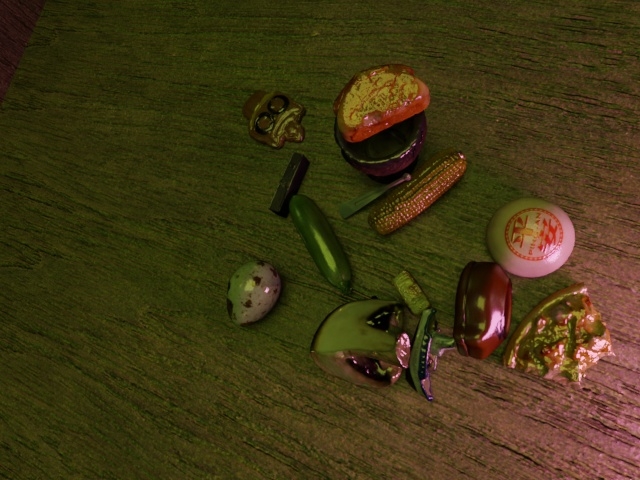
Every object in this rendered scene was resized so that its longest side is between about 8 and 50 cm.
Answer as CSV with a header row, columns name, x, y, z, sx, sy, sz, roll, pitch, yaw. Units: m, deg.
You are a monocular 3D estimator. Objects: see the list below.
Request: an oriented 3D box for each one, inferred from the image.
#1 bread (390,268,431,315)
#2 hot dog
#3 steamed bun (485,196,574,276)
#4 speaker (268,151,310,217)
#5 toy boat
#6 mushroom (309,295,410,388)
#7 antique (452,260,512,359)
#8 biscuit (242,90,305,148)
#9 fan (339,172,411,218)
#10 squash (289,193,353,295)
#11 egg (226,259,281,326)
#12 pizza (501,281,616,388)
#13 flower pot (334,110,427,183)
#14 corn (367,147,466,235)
name,x,y,z,sx,sy,sz,roll,pitch,yaw
bread,0.268,0.155,1.290,0.069,0.128,0.140,-32,75,8
hot dog,0.151,-0.382,1.158,0.256,0.150,0.153,-24,83,11
steamed bun,0.591,-0.015,1.221,0.232,0.145,0.232,-4,77,16
speaker,-0.106,-0.192,1.507,0.044,0.082,0.218,21,83,21
toy boat,0.320,0.327,1.236,0.115,0.114,0.262,17,98,29
mushroom,0.153,0.300,1.293,0.292,0.212,0.217,-17,28,36
antique,0.447,0.182,1.187,0.129,0.223,0.278,2,45,31
biscuit,-0.174,-0.451,1.605,0.290,0.041,0.208,37,91,21
fan,0.167,-0.150,1.388,0.282,0.023,0.057,-29,69,35
squash,0.000,0.000,1.418,0.107,0.107,0.395,-31,71,8
egg,-0.223,0.174,1.415,0.169,0.169,0.231,25,97,20
pizza,0.659,0.274,1.172,0.323,0.089,0.223,-46,67,3
flower pot,0.197,-0.307,1.341,0.266,0.267,0.266,-3,79,16
corn,0.302,-0.150,1.356,0.363,0.120,0.120,-40,70,10
